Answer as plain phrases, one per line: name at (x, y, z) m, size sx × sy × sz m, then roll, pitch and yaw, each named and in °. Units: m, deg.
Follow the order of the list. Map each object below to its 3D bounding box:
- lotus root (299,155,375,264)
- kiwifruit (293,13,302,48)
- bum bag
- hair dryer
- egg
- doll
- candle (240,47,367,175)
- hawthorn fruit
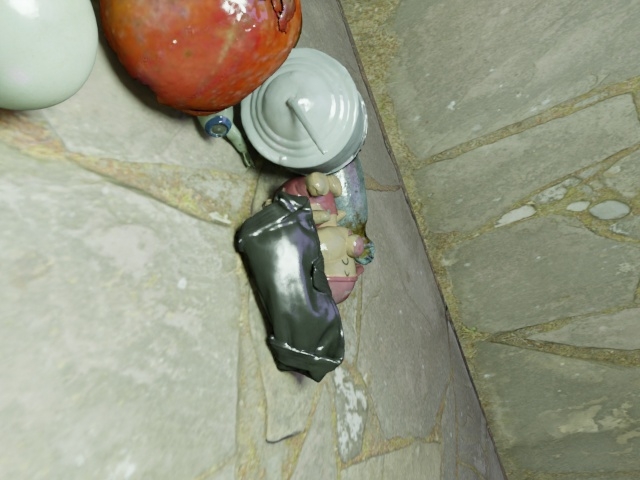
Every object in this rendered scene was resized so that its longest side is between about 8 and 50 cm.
lotus root at (0.036, -0.093, 1.237) m, size 0.158 × 0.140 × 0.321 m, roll 145°, pitch -68°, yaw -85°
kiwifruit at (-0.141, -0.423, 0.977) m, size 0.234 × 0.196 × 0.195 m, roll 21°, pitch 53°, yaw -57°
bum bag at (-0.050, 0.081, 0.895) m, size 0.080 × 0.142 × 0.325 m, roll 165°, pitch -89°, yaw -75°
hair dryer at (-0.169, -0.230, 0.951) m, size 0.199 × 0.068 × 0.167 m, roll 43°, pitch 27°, yaw -71°
egg at (-0.291, -0.213, 0.463) m, size 0.209 × 0.151 × 0.151 m, roll 57°, pitch 25°, yaw -27°
doll at (0.002, -0.001, 1.024) m, size 0.196 × 0.152 × 0.255 m, roll -10°, pitch 89°, yaw -43°
candle at (-0.025, -0.235, 1.004) m, size 0.342 × 0.222 × 0.221 m, roll -16°, pitch 88°, yaw -82°
hawthorn fruit at (-0.133, -0.329, 0.740) m, size 0.276 × 0.308 × 0.275 m, roll 47°, pitch 34°, yaw -47°
